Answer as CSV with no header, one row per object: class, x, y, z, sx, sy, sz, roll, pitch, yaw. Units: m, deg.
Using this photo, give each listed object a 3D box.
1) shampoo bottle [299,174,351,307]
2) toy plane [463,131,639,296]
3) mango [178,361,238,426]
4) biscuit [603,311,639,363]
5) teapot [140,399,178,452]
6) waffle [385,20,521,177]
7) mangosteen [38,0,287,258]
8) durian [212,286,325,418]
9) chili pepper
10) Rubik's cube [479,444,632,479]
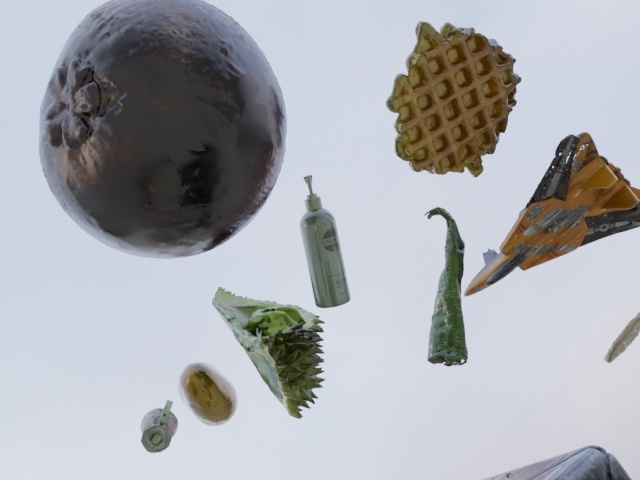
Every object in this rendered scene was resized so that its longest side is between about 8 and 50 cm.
shampoo bottle,0.000,0.000,0.832,0.056,0.056,0.195,-12,-81,1
toy plane,0.355,-0.013,0.925,0.204,0.103,0.316,37,-56,-15
mango,-0.230,0.300,1.126,0.098,0.137,0.195,-39,-27,-16
biscuit,0.661,0.204,1.211,0.152,0.020,0.152,-28,-41,-27
teapot,-0.277,0.322,0.977,0.064,0.064,0.083,22,-86,-13
waffle,0.213,-0.219,0.910,0.243,0.059,0.238,9,-79,-26
mangosteen,-0.167,-0.123,0.662,0.293,0.297,0.297,20,-56,-39
durian,-0.087,0.176,0.922,0.169,0.355,0.157,22,-93,-21
chili pepper,0.276,0.096,1.238,0.085,0.359,0.076,-6,-28,20
Rubik's cube,0.123,0.335,0.388,0.259,0.260,0.255,-20,-23,-27
